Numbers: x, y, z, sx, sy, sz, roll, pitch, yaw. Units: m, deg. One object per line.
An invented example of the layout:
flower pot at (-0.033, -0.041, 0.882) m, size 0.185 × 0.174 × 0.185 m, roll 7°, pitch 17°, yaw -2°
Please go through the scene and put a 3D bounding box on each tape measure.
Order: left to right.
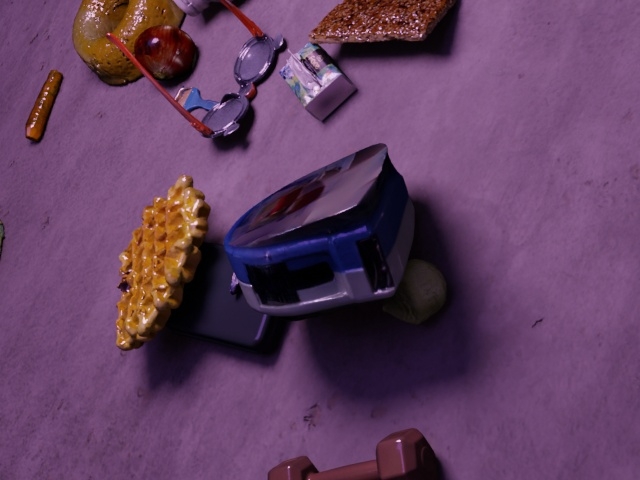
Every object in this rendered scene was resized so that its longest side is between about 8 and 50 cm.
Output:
tape measure at (0.002, 0.000, 1.276) m, size 0.262 × 0.138 × 0.259 m, roll -22°, pitch 17°, yaw 22°

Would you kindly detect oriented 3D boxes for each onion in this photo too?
onion at (-0.302, -0.364, 1.773) m, size 0.117 × 0.118 × 0.119 m, roll -28°, pitch 54°, yaw 29°

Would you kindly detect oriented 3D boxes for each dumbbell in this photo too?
dumbbell at (0.040, 0.309, 1.201) m, size 0.230 × 0.092 × 0.082 m, roll -21°, pitch 87°, yaw 27°

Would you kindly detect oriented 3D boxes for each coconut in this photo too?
coconut at (0.124, 0.071, 1.257) m, size 0.096 × 0.088 × 0.088 m, roll -28°, pitch 48°, yaw -14°

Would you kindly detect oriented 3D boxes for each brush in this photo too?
brush at (-0.215, -0.254, 1.714) m, size 0.164 × 0.014 × 0.051 m, roll 19°, pitch 82°, yaw 40°

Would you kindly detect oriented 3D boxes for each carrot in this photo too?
carrot at (-0.599, -0.296, 2.003) m, size 0.042 × 0.042 × 0.171 m, roll 3°, pitch 69°, yaw 38°

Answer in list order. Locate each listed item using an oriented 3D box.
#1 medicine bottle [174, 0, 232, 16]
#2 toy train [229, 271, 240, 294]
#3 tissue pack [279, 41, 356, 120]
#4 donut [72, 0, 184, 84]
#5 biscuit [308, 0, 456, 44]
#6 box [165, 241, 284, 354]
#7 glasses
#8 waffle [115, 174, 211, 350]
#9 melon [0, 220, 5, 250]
medicine bottle at (-0.188, -0.524, 1.744) m, size 0.215 × 0.135 × 0.135 m, roll -34°, pitch 52°, yaw 19°
toy train at (-0.123, 0.045, 1.427) m, size 0.017 × 0.017 × 0.083 m, roll 0°, pitch 67°, yaw 29°
tissue pack at (-0.012, -0.270, 1.526) m, size 0.085 × 0.079 × 0.111 m, roll -42°, pitch 50°, yaw 12°
donut at (-0.405, -0.456, 1.895) m, size 0.272 × 0.107 × 0.272 m, roll -17°, pitch 60°, yaw 32°
biscuit at (0.096, -0.360, 1.490) m, size 0.230 × 0.025 × 0.131 m, roll 7°, pitch 45°, yaw 37°
box at (-0.145, 0.087, 1.469) m, size 0.230 × 0.050 × 0.160 m, roll 8°, pitch 73°, yaw 39°
glasses at (-0.210, -0.331, 1.581) m, size 0.118 × 0.268 × 0.234 m, roll 5°, pitch 63°, yaw 47°
waffle at (-0.270, 0.038, 1.531) m, size 0.283 × 0.065 × 0.310 m, roll -4°, pitch 61°, yaw 59°
melon at (-0.713, 0.006, 1.925) m, size 0.118 × 0.064 × 0.210 m, roll -13°, pitch 64°, yaw 30°
